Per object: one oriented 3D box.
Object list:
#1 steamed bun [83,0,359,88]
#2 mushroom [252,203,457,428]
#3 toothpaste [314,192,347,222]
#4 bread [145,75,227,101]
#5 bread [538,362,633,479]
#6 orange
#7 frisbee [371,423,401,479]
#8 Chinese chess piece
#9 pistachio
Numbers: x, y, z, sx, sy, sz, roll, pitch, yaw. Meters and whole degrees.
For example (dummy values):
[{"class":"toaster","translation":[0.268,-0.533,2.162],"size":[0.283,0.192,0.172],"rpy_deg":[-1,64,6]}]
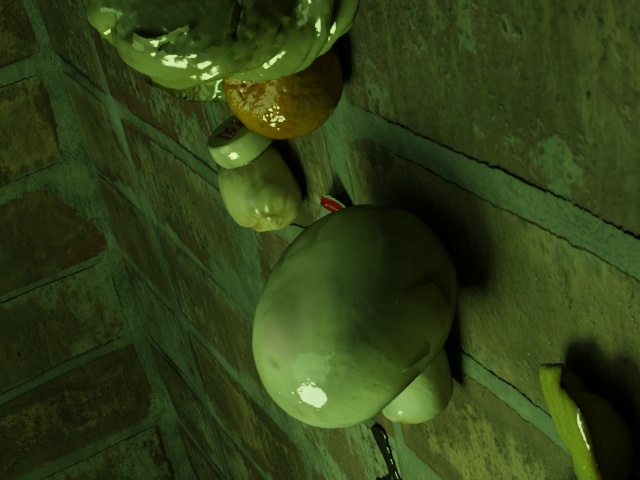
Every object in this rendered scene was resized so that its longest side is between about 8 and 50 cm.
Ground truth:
[{"class":"steamed bun","translation":[-0.118,-0.342,1.385],"size":[0.324,0.372,0.230],"rpy_deg":[68,-167,10]},{"class":"mushroom","translation":[0.037,0.113,1.530],"size":[0.315,0.315,0.356],"rpy_deg":[58,159,22]},{"class":"toothpaste","translation":[0.000,0.000,1.855],"size":[0.075,0.048,0.301],"rpy_deg":[66,158,14]},{"class":"bread","translation":[-0.167,-0.290,1.761],"size":[0.257,0.186,0.124],"rpy_deg":[27,120,54]},{"class":"bread","translation":[0.310,0.219,1.292],"size":[0.149,0.065,0.187],"rpy_deg":[-124,11,-62]},{"class":"orange","translation":[-0.054,-0.229,1.552],"size":[0.178,0.155,0.177],"rpy_deg":[3,94,36]},{"class":"frisbee","translation":[0.143,0.446,2.035],"size":[0.187,0.012,0.211],"rpy_deg":[44,149,46]},{"class":"Chinese chess piece","translation":[-0.132,-0.173,1.880],"size":[0.051,0.122,0.122],"rpy_deg":[54,167,-26]},{"class":"pistachio","translation":[-0.100,-0.093,1.915],"size":[0.145,0.117,0.200],"rpy_deg":[-64,30,14]}]
